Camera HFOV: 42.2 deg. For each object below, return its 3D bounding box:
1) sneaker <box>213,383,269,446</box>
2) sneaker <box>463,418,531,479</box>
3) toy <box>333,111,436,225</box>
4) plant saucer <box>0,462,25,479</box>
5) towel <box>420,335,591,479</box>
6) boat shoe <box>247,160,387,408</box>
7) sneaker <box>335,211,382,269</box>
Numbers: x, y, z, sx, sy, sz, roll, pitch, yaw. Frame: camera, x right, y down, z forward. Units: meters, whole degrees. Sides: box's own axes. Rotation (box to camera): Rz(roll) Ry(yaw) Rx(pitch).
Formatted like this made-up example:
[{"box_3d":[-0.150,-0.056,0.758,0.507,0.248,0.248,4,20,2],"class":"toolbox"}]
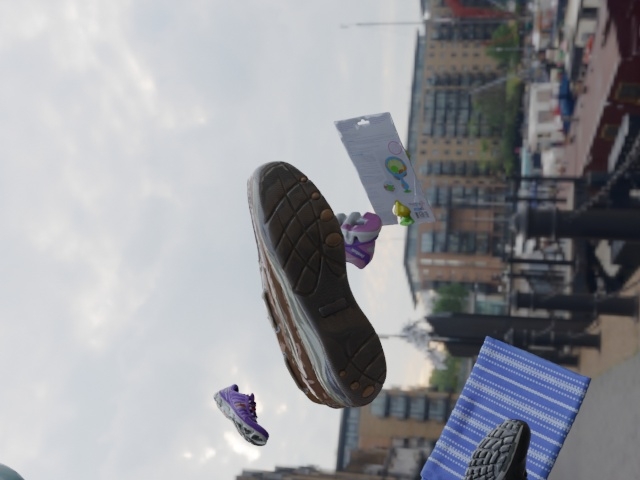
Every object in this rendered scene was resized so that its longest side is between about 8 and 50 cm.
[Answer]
[{"box_3d":[-0.149,0.337,1.644,0.071,0.170,0.068,-35,-46,-17],"class":"sneaker"},{"box_3d":[0.296,0.436,1.347,0.283,0.124,0.107,-64,13,-15],"class":"sneaker"},{"box_3d":[0.132,-0.140,1.583,0.056,0.136,0.237,-43,-62,-40],"class":"toy"},{"box_3d":[-0.588,0.492,1.293,0.044,0.317,0.318,62,-148,-52],"class":"plant saucer"},{"box_3d":[0.359,0.378,1.648,0.040,0.243,0.336,34,-99,-48],"class":"towel"},{"box_3d":[-0.030,0.061,1.042,0.123,0.116,0.325,-11,-102,-41],"class":"boat shoe"},{"box_3d":[0.000,0.000,1.530,0.095,0.236,0.105,-52,-36,-50],"class":"sneaker"}]
